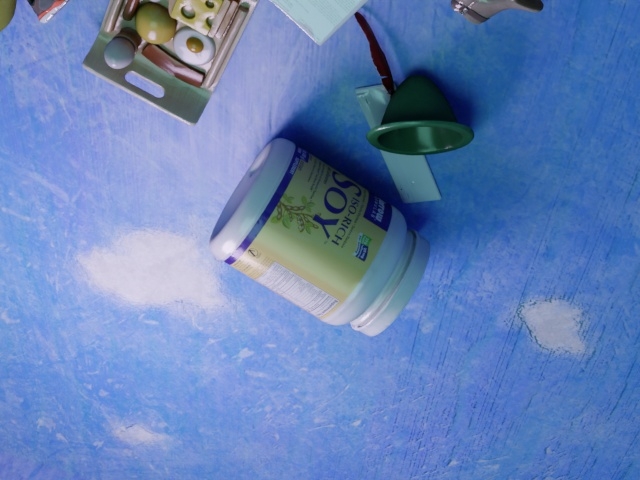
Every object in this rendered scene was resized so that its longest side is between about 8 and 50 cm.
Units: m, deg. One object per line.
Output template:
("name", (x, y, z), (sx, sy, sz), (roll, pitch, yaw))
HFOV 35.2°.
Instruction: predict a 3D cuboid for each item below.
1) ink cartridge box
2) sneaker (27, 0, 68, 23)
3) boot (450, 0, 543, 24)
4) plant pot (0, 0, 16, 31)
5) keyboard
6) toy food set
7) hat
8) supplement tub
("ink cartridge box", (0.013, -0.427, 1.476), (0.189, 0.066, 0.232), (40, 114, -20))
("sneaker", (-0.435, -0.415, 1.649), (0.158, 0.061, 0.065), (-28, 113, 40))
("boot", (0.251, -0.344, 1.464), (0.118, 0.042, 0.087), (31, 144, -9))
("plant pot", (-0.576, -0.448, 1.546), (0.275, 0.274, 0.293), (15, 153, 7))
("keyboard", (0.135, -0.161, 1.720), (0.072, 0.014, 0.256), (-9, 130, 23))
("toy food set", (-0.247, -0.339, 1.625), (0.220, 0.092, 0.306), (28, 138, -8))
("hat", (0.154, -0.250, 1.613), (0.173, 0.183, 0.208), (-3, 169, 14))
("supplement tub", (0.000, 0.000, 1.769), (0.331, 0.241, 0.241), (31, 137, -12))
